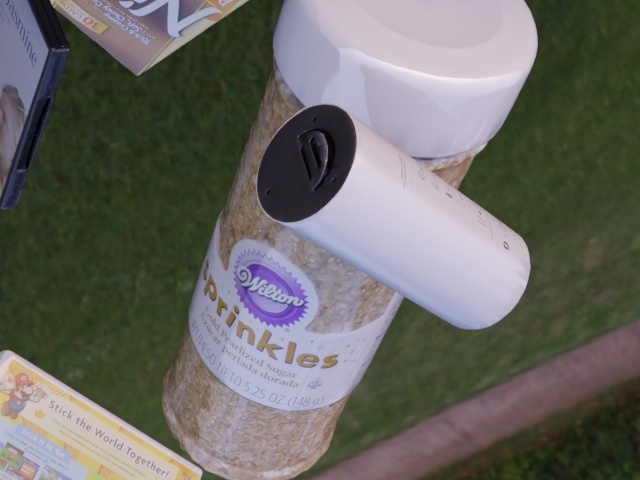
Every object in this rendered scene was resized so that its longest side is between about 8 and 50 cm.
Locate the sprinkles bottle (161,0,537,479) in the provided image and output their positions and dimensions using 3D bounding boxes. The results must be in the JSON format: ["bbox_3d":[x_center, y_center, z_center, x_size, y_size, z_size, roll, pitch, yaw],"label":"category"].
[{"bbox_3d":[0.000,0.000,0.694,0.121,0.121,0.355,-4,141,-24],"label":"sprinkles bottle"}]

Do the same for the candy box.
[{"bbox_3d":[-0.185,-0.350,1.517,0.316,0.087,0.183,-27,126,37],"label":"candy box"}]

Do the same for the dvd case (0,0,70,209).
[{"bbox_3d":[-0.315,-0.173,1.229,0.022,0.180,0.253,-9,151,-33],"label":"dvd case"}]

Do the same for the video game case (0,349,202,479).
[{"bbox_3d":[-0.231,0.240,1.072,0.227,0.206,0.026,37,147,-24],"label":"video game case"}]

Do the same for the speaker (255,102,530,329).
[{"bbox_3d":[0.035,-0.008,0.539,0.055,0.055,0.136,-32,140,26],"label":"speaker"}]
